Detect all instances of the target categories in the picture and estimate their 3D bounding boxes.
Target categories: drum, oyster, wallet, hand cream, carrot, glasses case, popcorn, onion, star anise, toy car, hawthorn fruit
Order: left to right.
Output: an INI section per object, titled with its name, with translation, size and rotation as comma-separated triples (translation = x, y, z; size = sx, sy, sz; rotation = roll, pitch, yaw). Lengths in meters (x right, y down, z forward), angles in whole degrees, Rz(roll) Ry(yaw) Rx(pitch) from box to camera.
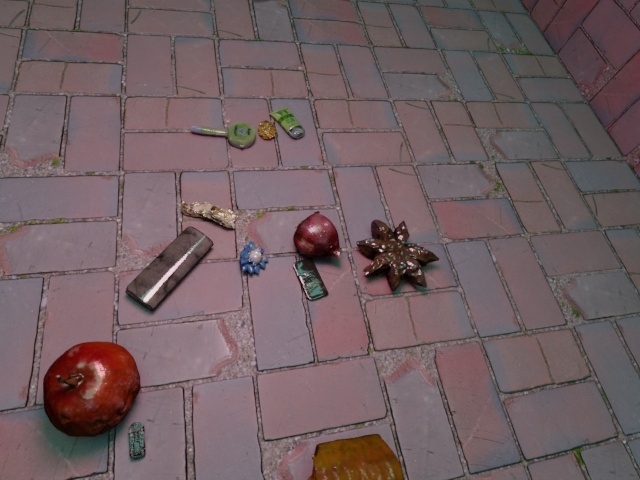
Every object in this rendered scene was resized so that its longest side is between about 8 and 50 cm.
[hawthorn fruit]
translation = -0.598, 0.370, 1.071
size = 0.242, 0.271, 0.241
rotation = 3, 59, -4
[toy car]
translation = -0.499, 0.543, 1.137
size = 0.041, 0.025, 0.093
rotation = -6, 66, -17
[glasses case]
translation = -0.490, 0.087, 1.378
size = 0.114, 0.060, 0.299
rotation = 32, 59, 7
[oyster]
translation = -0.396, -0.096, 1.519
size = 0.200, 0.061, 0.106
rotation = 31, 41, 3
[drum]
translation = -0.388, -0.421, 1.696
size = 0.254, 0.049, 0.129
rotation = -9, 63, -17
[popcorn]
translation = -0.222, -0.463, 1.753
size = 0.084, 0.057, 0.082
rotation = 9, 61, -11
[hand cream]
translation = -0.136, -0.510, 1.805
size = 0.095, 0.046, 0.175
rotation = -28, 68, -22
[wallet]
translation = -0.037, 0.135, 1.477
size = 0.082, 0.018, 0.156
rotation = -16, 66, -20
[onion]
translation = 0.000, 0.000, 1.487
size = 0.195, 0.159, 0.159
rotation = 40, 61, 11
[carrot]
translation = 0.068, 0.647, 1.083
size = 0.341, 0.241, 0.241
rotation = -4, 62, -18
[star anise]
translation = 0.288, 0.049, 1.546
size = 0.316, 0.108, 0.314
rotation = 2, 60, -3

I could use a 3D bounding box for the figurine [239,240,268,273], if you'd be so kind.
[figurine]
translation = -0.237, 0.068, 1.435
size = 0.114, 0.079, 0.114
rotation = 6, 82, -51
